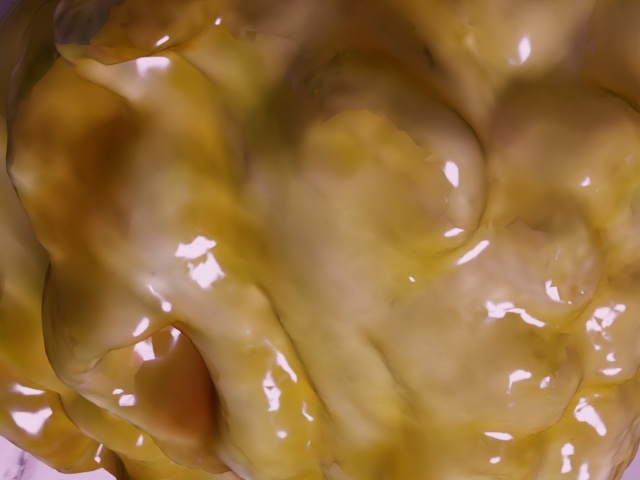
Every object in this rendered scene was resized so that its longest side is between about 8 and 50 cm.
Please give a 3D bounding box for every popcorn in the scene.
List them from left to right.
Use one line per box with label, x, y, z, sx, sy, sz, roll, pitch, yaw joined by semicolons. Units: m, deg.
popcorn;0.000;0.000;0.556;0.286;0.225;0.174;-38;-176;47
